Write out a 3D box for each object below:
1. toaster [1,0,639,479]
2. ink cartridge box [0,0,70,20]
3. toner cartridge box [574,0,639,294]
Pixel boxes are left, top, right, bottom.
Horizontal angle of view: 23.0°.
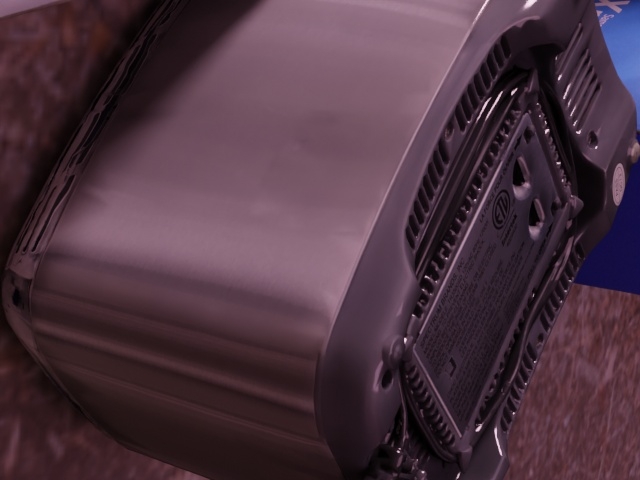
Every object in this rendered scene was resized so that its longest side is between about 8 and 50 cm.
[{"bbox_3d":[0.000,0.000,0.516,0.227,0.146,0.129,-63,146,-25],"label":"toaster"},{"bbox_3d":[0.012,-0.243,0.440,0.330,0.071,0.324,-28,141,-55],"label":"ink cartridge box"},{"bbox_3d":[0.158,-0.102,0.730,0.348,0.165,0.075,-44,135,-45],"label":"toner cartridge box"}]
